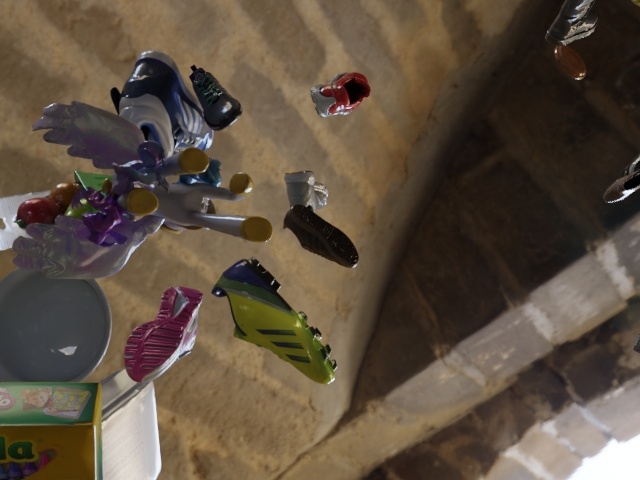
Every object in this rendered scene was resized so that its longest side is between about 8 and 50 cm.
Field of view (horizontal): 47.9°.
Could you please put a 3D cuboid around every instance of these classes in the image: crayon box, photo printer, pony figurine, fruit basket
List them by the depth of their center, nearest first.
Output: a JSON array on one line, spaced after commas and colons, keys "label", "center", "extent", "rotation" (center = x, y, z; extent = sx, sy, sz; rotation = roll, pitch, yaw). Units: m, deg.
[{"label": "crayon box", "center": [-0.506, 0.354, 1.042], "extent": [0.363, 0.313, 0.106], "rotation": [2, -150, -12]}, {"label": "pony figurine", "center": [-0.290, -0.067, 1.177], "extent": [0.351, 0.363, 0.303], "rotation": [13, -99, -29]}, {"label": "photo printer", "center": [-0.448, 0.457, 1.511], "extent": [0.256, 0.107, 0.307], "rotation": [-38, -45, -54]}, {"label": "fruit basket", "center": [-0.704, -0.063, 1.956], "extent": [0.327, 0.353, 0.165], "rotation": [41, 142, 50]}]

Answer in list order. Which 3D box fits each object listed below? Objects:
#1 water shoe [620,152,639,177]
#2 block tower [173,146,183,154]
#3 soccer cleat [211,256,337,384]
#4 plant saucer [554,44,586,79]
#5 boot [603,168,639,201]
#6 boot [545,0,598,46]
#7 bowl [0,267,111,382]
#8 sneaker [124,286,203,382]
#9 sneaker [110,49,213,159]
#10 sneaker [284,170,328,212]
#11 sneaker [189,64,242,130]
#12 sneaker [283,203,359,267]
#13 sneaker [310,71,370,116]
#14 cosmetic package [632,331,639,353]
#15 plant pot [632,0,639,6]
[{"label": "water shoe", "center": [0.801, -0.212, 1.724], "extent": [0.073, 0.203, 0.080], "rotation": [55, 169, -3]}, {"label": "block tower", "center": [-0.420, -0.296, 1.889], "extent": [0.091, 0.097, 0.335], "rotation": [16, 177, 2]}, {"label": "soccer cleat", "center": [-0.083, 0.155, 1.259], "extent": [0.289, 0.121, 0.093], "rotation": [48, 175, 27]}, {"label": "plant saucer", "center": [0.509, -0.364, 1.461], "extent": [0.083, 0.013, 0.083], "rotation": [18, -126, -26]}, {"label": "boot", "center": [0.645, -0.115, 1.517], "extent": [0.042, 0.118, 0.087], "rotation": [54, -153, 9]}, {"label": "boot", "center": [0.588, -0.541, 1.577], "extent": [0.076, 0.208, 0.189], "rotation": [36, -126, 21]}, {"label": "bowl", "center": [-0.595, 0.197, 1.627], "extent": [0.298, 0.298, 0.134], "rotation": [57, 179, 10]}, {"label": "sneaker", "center": [-0.303, 0.204, 1.432], "extent": [0.252, 0.103, 0.111], "rotation": [-60, -21, -54]}, {"label": "sneaker", "center": [-0.342, -0.227, 1.577], "extent": [0.323, 0.130, 0.236], "rotation": [69, -155, -57]}, {"label": "sneaker", "center": [-0.043, -0.104, 1.979], "extent": [0.262, 0.099, 0.121], "rotation": [33, -124, -72]}, {"label": "sneaker", "center": [-0.237, -0.307, 1.532], "extent": [0.098, 0.083, 0.224], "rotation": [51, 179, -33]}, {"label": "sneaker", "center": [0.000, 0.000, 1.567], "extent": [0.188, 0.071, 0.066], "rotation": [42, -135, 4]}, {"label": "sneaker", "center": [0.080, -0.377, 1.852], "extent": [0.279, 0.118, 0.107], "rotation": [-45, -60, -57]}, {"label": "cosmetic package", "center": [0.788, 0.196, 1.546], "extent": [0.238, 0.127, 0.107], "rotation": [1, -157, -45]}, {"label": "plant pot", "center": [0.476, -0.359, 0.976], "extent": [0.134, 0.095, 0.134], "rotation": [-5, -90, -89]}]
